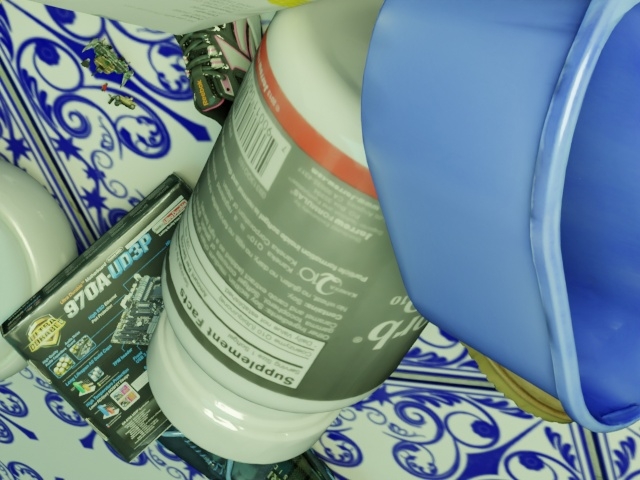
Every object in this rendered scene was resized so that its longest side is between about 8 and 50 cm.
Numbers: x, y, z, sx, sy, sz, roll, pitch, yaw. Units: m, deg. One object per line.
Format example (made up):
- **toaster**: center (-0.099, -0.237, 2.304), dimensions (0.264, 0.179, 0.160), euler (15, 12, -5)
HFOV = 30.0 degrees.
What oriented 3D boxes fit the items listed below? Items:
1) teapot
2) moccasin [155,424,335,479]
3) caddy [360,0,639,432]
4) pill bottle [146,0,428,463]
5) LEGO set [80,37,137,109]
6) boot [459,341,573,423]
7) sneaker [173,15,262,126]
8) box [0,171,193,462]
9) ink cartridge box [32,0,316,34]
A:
- **teapot**: center (-0.354, 0.015, 1.219), dimensions (0.252, 0.187, 0.256), euler (-3, 104, 10)
- **moccasin**: center (-0.068, 0.204, 1.273), dimensions (0.117, 0.138, 0.342), euler (2, 146, 48)
- **caddy**: center (0.171, -0.046, 0.666), dimensions (0.179, 0.241, 0.341), euler (28, 153, 36)
- **pill bottle**: center (0.000, 0.000, 0.914), dimensions (0.210, 0.210, 0.363), euler (31, 131, 1)
- **LEGO set**: center (-0.185, -0.153, 1.064), dimensions (0.054, 0.023, 0.083), euler (27, 153, 10)
- **boot**: center (0.214, 0.023, 0.937), dimensions (0.236, 0.089, 0.269), euler (41, 137, -12)
- **sneaker**: center (-0.080, -0.142, 0.961), dimensions (0.072, 0.077, 0.178), euler (-18, 119, 41)
- **box**: center (-0.160, 0.073, 1.129), dimensions (0.175, 0.220, 0.051), euler (50, 173, -20)
- **ink cartridge box**: center (-0.053, -0.250, 0.690), dimensions (0.270, 0.197, 0.198), euler (-6, 86, 36)
